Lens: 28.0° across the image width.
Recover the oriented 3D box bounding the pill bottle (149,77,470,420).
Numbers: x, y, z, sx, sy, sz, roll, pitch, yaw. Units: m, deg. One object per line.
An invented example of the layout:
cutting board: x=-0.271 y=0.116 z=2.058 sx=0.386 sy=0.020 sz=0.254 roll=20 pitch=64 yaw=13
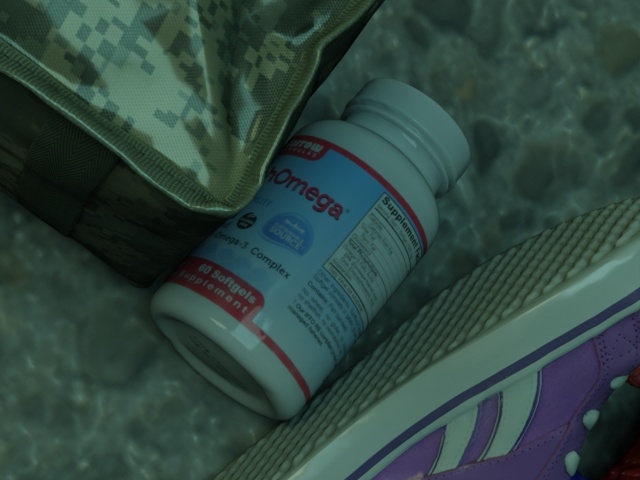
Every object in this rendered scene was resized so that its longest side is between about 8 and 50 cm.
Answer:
pill bottle: x=0.000 y=0.000 z=0.613 sx=0.087 sy=0.087 sz=0.160 roll=42 pitch=70 yaw=-7

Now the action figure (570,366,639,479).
action figure: x=0.171 y=0.059 z=0.657 sx=0.139 sy=0.091 sz=0.280 roll=39 pitch=69 yaw=-14

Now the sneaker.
sneaker: x=0.085 y=0.109 z=0.589 sx=0.282 sy=0.102 sz=0.161 roll=-38 pitch=98 yaw=9

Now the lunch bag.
lunch bag: x=-0.134 y=-0.124 z=0.513 sx=0.287 sy=0.235 sz=0.169 roll=37 pitch=74 yaw=-8
